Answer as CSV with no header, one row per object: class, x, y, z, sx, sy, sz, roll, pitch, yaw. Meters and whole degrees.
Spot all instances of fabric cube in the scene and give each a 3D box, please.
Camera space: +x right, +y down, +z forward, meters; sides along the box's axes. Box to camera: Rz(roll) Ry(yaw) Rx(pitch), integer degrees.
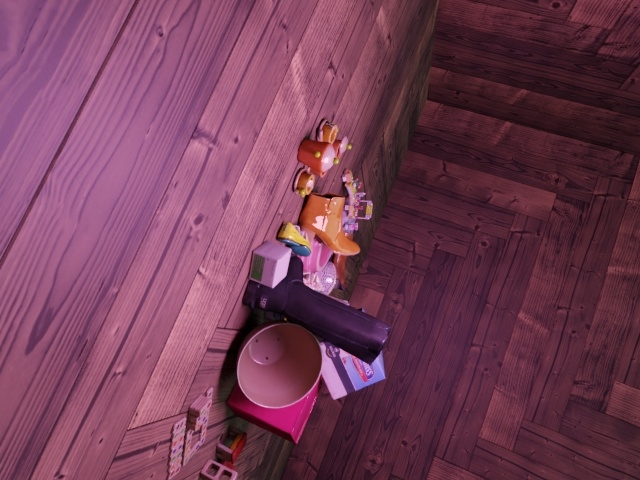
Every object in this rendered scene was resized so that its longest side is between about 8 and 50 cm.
fabric cube,-0.160,0.573,1.707,0.254,0.259,0.258,86,27,-57

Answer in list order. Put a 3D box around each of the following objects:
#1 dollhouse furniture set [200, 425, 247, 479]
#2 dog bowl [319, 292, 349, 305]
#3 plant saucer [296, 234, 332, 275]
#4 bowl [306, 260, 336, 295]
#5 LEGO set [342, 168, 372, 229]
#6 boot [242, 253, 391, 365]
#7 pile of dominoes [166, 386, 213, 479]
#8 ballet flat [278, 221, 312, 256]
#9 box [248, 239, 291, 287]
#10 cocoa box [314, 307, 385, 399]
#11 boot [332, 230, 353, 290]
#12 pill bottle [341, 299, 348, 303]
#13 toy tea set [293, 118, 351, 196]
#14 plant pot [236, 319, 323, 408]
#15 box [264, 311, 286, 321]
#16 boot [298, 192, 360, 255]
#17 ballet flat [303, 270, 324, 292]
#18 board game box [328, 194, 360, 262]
dollhouse furniture set,-0.355,0.890,1.612,0.374,0.152,0.201,-51,157,-54
dog bowl,-0.024,0.263,1.778,0.265,0.265,0.104,21,84,-77
plant saucer,0.000,0.000,1.896,0.332,0.084,0.331,20,90,-77
bowl,-0.012,0.166,2.030,0.170,0.080,0.169,-30,-128,47
LEGO set,0.174,-0.190,2.089,0.132,0.107,0.286,-35,127,-59
boot,0.023,0.208,1.493,0.367,0.446,0.146,-41,148,-64
pile of dominoes,-0.372,0.577,1.341,0.196,0.040,0.250,-44,151,-62
ballet flat,-0.079,-0.006,1.572,0.231,0.077,0.077,42,54,-65
box,-0.153,0.071,1.378,0.102,0.087,0.101,-45,151,-62
cocoa box,0.120,0.455,1.895,0.347,0.228,0.231,-39,105,-83
boot,0.099,0.097,2.210,0.264,0.096,0.280,25,79,-67
pill bottle,0.048,0.425,2.246,0.152,0.153,0.271,40,55,-76
toy tea set,0.031,-0.283,1.517,0.336,0.125,0.199,-57,161,-44
plant pot,-0.156,0.388,1.532,0.191,0.284,0.283,20,-90,68
box,-0.161,0.265,1.641,0.136,0.081,0.028,96,18,-46
boot,0.059,-0.065,1.698,0.104,0.296,0.211,47,-60,54
ballet flat,-0.048,0.164,1.820,0.241,0.091,0.077,19,89,-59
board game box,0.091,-0.020,2.260,0.318,0.066,0.317,-54,159,-48
